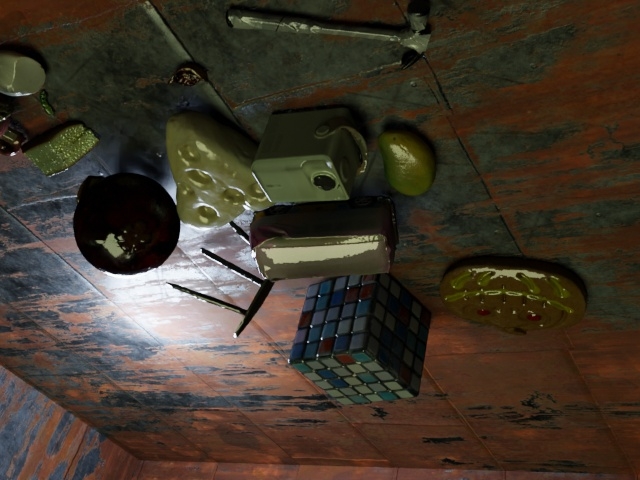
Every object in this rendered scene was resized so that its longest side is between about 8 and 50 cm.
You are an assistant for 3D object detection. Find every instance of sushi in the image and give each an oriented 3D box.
[{"bbox_3d":[-0.303,-0.374,1.779,0.099,0.047,0.050,-5,137,25],"label":"sushi"}]

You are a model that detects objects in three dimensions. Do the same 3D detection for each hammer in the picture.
[{"bbox_3d":[0.011,-0.436,1.578,0.427,0.044,0.152,11,145,10],"label":"hammer"}]

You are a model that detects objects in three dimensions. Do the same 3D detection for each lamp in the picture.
[{"bbox_3d":[-0.861,-0.316,2.016,0.215,0.151,0.223,36,-176,-17],"label":"lamp"}]

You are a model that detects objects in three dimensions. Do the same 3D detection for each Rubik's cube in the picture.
[{"bbox_3d":[0.121,0.290,2.312,0.292,0.287,0.293,-19,133,38],"label":"Rubik's cube"}]

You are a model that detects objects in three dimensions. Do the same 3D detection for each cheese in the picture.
[{"bbox_3d":[-0.303,-0.178,1.976,0.351,0.129,0.328,-17,136,35],"label":"cheese"}]

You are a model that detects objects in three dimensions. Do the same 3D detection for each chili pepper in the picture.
[{"bbox_3d":[-0.702,-0.351,1.995,0.027,0.022,0.083,40,155,26],"label":"chili pepper"}]

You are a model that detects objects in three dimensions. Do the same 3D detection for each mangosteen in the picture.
[{"bbox_3d":[-0.533,-0.043,2.135,0.311,0.311,0.311,11,145,8],"label":"mangosteen"}]

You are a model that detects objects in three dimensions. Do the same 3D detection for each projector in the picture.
[{"bbox_3d":[-0.016,-0.194,1.799,0.242,0.177,0.163,-2,143,22],"label":"projector"}]

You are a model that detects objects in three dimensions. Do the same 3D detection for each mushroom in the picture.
[{"bbox_3d":[-0.779,-0.416,1.886,0.225,0.093,0.116,17,131,15],"label":"mushroom"}]

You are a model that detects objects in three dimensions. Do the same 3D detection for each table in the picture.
[{"bbox_3d":[-0.260,0.081,2.255,0.249,0.317,0.317,30,145,3],"label":"table"}]

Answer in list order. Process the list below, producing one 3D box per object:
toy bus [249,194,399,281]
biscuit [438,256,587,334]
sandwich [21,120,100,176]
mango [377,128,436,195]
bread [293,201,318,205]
[{"bbox_3d":[0.000,0.000,1.987,0.386,0.162,0.171,-4,120,10],"label":"toy bus"},{"bbox_3d":[0.533,0.171,2.172,0.394,0.070,0.350,0,142,21],"label":"biscuit"},{"bbox_3d":[-0.713,-0.241,2.091,0.258,0.096,0.094,-15,129,33],"label":"sandwich"},{"bbox_3d":[0.204,-0.178,1.811,0.122,0.085,0.191,4,144,22],"label":"mango"},{"bbox_3d":[-0.022,-0.086,2.074,0.070,0.035,0.083,-12,143,35],"label":"bread"}]
